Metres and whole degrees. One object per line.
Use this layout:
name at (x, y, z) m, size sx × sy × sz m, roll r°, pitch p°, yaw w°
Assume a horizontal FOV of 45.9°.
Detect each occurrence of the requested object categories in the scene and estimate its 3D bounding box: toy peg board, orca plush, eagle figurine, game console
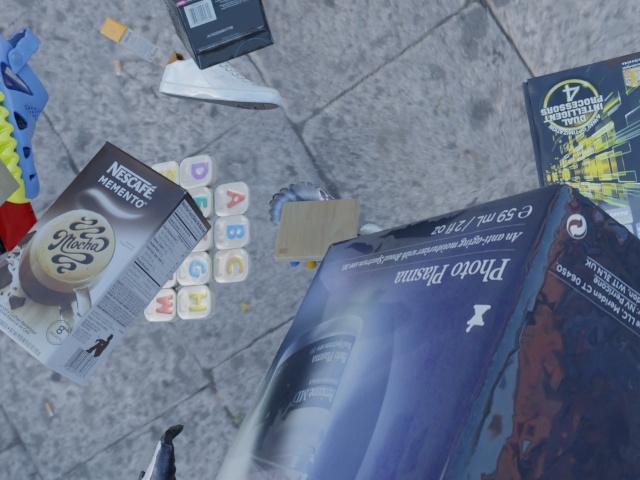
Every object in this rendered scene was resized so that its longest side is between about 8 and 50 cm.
toy peg board at (0.000, 0.000, 1.550) m, size 0.161 × 0.161 × 0.079 m, roll -3°, pitch 135°, yaw 10°
orca plush at (-0.333, 0.533, 1.615) m, size 0.102 × 0.151 × 0.287 m, roll 18°, pitch 91°, yaw -19°
eagle figurine at (0.009, 0.006, 1.806) m, size 0.225 × 0.298 × 0.226 m, roll 17°, pitch 110°, yaw -29°
game console at (-0.585, -0.046, 1.329) m, size 0.124 × 0.085 × 0.144 m, roll -15°, pitch 102°, yaw 12°

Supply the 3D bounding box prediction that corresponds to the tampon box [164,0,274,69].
tampon box at (-0.158, -0.344, 1.120) m, size 0.121 × 0.161 × 0.101 m, roll -23°, pitch 129°, yaw -9°

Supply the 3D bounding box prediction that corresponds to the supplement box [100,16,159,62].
supplement box at (-0.377, -0.397, 1.499) m, size 0.062 × 0.098 × 0.036 m, roll 32°, pitch 94°, yaw 30°

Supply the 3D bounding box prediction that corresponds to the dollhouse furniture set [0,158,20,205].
dollhouse furniture set at (-0.373, -0.076, 0.601) m, size 0.182 × 0.101 × 0.161 m, roll 5°, pitch 136°, yaw 33°

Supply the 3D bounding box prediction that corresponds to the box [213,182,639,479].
box at (0.075, 0.147, 0.519) m, size 0.183 × 0.296 × 0.294 m, roll 33°, pitch 70°, yaw -18°

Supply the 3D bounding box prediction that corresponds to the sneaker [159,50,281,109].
sneaker at (-0.215, -0.357, 1.639) m, size 0.290 × 0.106 × 0.123 m, roll 13°, pitch 92°, yaw 18°

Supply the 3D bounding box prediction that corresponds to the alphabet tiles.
alphabet tiles at (-0.242, -0.003, 1.304) m, size 0.278 × 0.021 × 0.284 m, roll -6°, pitch 79°, yaw 26°

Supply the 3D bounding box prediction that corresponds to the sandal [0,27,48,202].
sandal at (-0.489, -0.218, 1.198) m, size 0.126 × 0.138 × 0.317 m, roll 0°, pitch 103°, yaw 39°

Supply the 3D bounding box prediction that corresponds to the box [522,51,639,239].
box at (0.544, -0.144, 1.193) m, size 0.395 × 0.097 × 0.318 m, roll -10°, pitch 78°, yaw 21°

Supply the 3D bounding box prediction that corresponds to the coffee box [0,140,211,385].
coffee box at (-0.321, 0.029, 1.079) m, size 0.168 × 0.119 × 0.297 m, roll 30°, pitch 74°, yaw 23°
